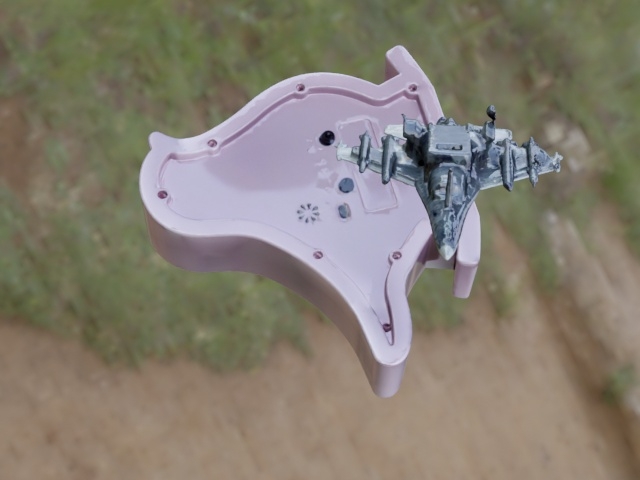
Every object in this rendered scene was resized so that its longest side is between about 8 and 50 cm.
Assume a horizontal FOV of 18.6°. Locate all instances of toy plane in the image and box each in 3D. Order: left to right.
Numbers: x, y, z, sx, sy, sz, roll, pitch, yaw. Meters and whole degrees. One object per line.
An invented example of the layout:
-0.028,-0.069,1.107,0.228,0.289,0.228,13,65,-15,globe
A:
0.087,-0.049,1.317,0.234,0.160,0.082,-76,169,-78,toy plane

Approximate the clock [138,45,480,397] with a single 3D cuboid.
0.000,0.000,1.673,0.080,0.275,0.290,92,-21,-62,clock
